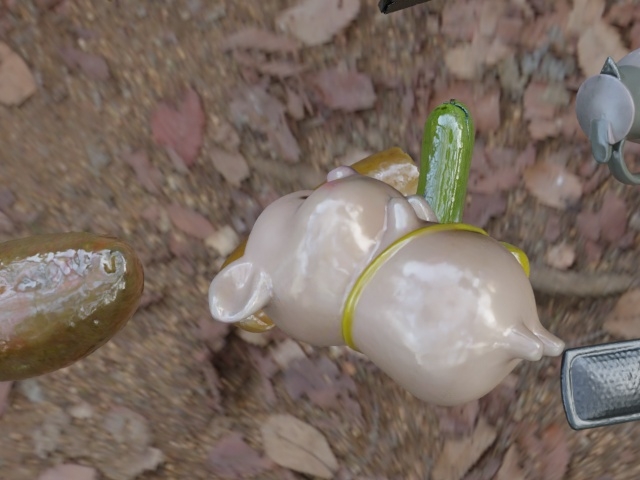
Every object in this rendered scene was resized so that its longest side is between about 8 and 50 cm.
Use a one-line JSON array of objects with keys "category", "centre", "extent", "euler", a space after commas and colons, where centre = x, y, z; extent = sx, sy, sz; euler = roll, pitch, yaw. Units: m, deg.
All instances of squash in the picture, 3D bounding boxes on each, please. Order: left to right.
[{"category": "squash", "centre": [0.108, -0.040, 1.659], "extent": [0.052, 0.052, 0.183], "euler": [11, 86, 6]}]

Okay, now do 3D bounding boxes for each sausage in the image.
[{"category": "sausage", "centre": [-0.001, -0.002, 1.964], "extent": [0.270, 0.109, 0.109], "euler": [-36, 79, -21]}]

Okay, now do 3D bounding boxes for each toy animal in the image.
[{"category": "toy animal", "centre": [0.061, 0.035, 1.337], "extent": [0.248, 0.165, 0.149], "euler": [16, 84, 27]}]

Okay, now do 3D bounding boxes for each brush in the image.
[{"category": "brush", "centre": [0.269, 0.102, 1.388], "extent": [0.193, 0.016, 0.063], "euler": [-7, 94, -24]}]

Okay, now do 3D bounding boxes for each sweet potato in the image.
[{"category": "sweet potato", "centre": [-0.155, 0.033, 0.635], "extent": [0.214, 0.050, 0.050], "euler": [-11, 79, 19]}]

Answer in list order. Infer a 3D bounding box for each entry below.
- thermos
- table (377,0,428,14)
[{"category": "thermos", "centre": [0.320, -0.122, 1.725], "extent": [0.105, 0.193, 0.137], "euler": [16, 113, 40]}, {"category": "table", "centre": [0.137, -0.405, 1.785], "extent": [0.282, 0.196, 0.250], "euler": [-19, 64, -26]}]
